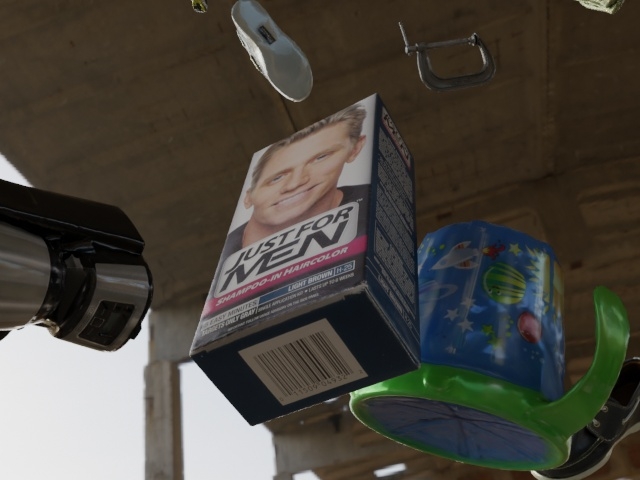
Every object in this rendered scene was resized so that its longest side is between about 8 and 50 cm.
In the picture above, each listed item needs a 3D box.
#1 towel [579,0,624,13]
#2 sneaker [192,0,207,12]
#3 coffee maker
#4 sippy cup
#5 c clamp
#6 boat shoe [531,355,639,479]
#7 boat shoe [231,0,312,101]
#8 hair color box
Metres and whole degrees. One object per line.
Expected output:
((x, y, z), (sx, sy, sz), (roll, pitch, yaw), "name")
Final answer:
((0.309, -0.320, 0.798), (0.027, 0.110, 0.148), (5, -62, -25), "towel")
((-0.214, -0.432, 1.312), (0.031, 0.035, 0.083), (3, -21, 2), "sneaker")
((-0.234, 0.001, 0.578), (0.120, 0.171, 0.178), (-32, -28, 28), "coffee maker")
((0.171, 0.110, 0.842), (0.305, 0.224, 0.240), (8, -27, 19), "sippy cup")
((0.225, -0.326, 1.322), (0.160, 0.137, 0.022), (-5, -13, -9), "c clamp")
((0.359, 0.234, 0.998), (0.233, 0.084, 0.079), (-28, -65, -25), "boat shoe")
((-0.084, -0.335, 1.364), (0.077, 0.219, 0.070), (-30, -12, -10), "boat shoe")
((0.000, 0.000, 0.757), (0.173, 0.347, 0.105), (-23, -61, 20), "hair color box")
